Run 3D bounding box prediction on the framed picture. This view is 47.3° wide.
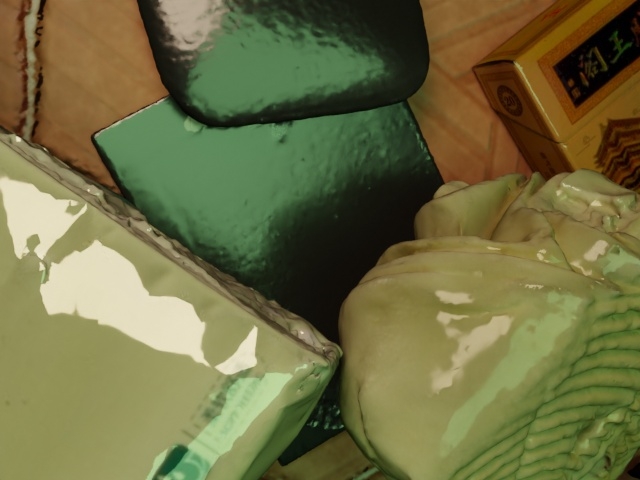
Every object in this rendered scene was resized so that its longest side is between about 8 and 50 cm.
[{"bbox_3d":[0.000,0.000,0.612,0.244,0.013,0.323,-30,106,-11],"label":"framed picture"}]

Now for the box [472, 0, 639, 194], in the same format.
[{"bbox_3d":[0.280,-0.092,0.651,0.174,0.076,0.274,-39,108,-10],"label":"box"}]

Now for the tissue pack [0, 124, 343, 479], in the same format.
[{"bbox_3d":[-0.205,0.141,0.428,0.297,0.207,0.380,32,87,8],"label":"tissue pack"}]

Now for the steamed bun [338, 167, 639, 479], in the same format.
[{"bbox_3d":[0.140,0.069,0.557,0.289,0.203,0.276,-36,134,-10],"label":"steamed bun"}]

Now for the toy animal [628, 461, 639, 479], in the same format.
[{"bbox_3d":[0.347,0.316,0.715,0.218,0.116,0.179,-39,107,-15],"label":"toy animal"}]

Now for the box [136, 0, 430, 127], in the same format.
[{"bbox_3d":[-0.030,-0.188,0.548,0.213,0.042,0.201,-13,96,-13],"label":"box"}]
